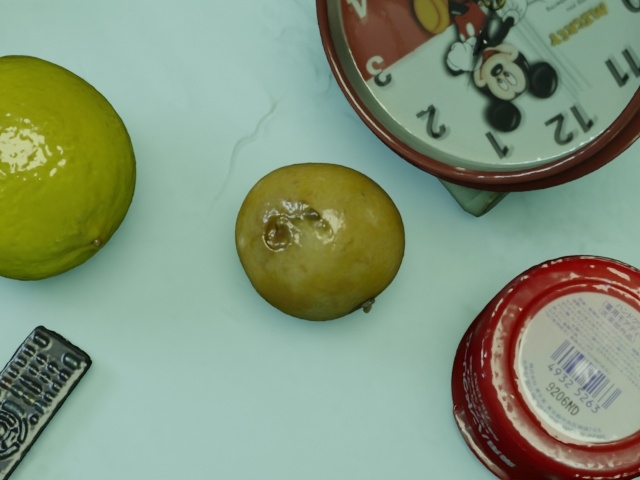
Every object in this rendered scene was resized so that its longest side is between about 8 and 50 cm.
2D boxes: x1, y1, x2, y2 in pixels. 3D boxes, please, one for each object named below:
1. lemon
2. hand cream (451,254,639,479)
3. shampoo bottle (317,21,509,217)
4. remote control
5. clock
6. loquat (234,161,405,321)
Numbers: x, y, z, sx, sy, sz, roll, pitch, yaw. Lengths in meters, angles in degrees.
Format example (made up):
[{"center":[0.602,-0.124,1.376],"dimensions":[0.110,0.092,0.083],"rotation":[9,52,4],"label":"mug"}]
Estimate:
[{"center":[-0.248,-0.063,1.054],"dimensions":[0.203,0.178,0.178],"rotation":[42,76,9],"label":"lemon"},{"center":[0.209,0.113,1.066],"dimensions":[0.193,0.125,0.193],"rotation":[1,72,-4],"label":"hand cream"},{"center":[0.097,-0.140,1.143],"dimensions":[0.118,0.087,0.234],"rotation":[-45,82,5],"label":"shampoo bottle"},{"center":[-0.280,0.181,1.061],"dimensions":[0.063,0.025,0.245],"rotation":[34,75,6],"label":"remote control"},{"center":[0.140,-0.194,1.024],"dimensions":[0.319,0.080,0.318],"rotation":[8,109,25],"label":"clock"},{"center":[0.000,0.000,1.074],"dimensions":[0.141,0.141,0.141],"rotation":[1,75,-4],"label":"loquat"}]
